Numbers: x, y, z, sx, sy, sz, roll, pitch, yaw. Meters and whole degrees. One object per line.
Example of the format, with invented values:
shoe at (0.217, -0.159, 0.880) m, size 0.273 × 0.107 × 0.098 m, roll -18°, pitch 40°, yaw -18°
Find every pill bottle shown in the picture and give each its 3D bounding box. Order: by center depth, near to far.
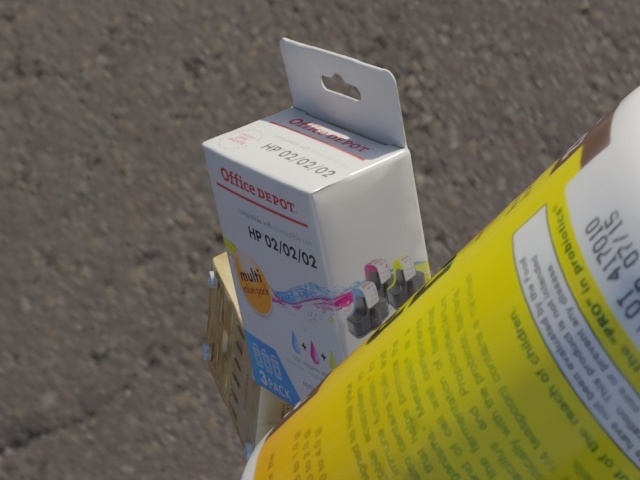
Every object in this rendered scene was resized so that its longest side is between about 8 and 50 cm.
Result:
pill bottle at (0.058, 0.063, 0.448) m, size 0.215 × 0.117 × 0.117 m, roll -45°, pitch 43°, yaw 31°

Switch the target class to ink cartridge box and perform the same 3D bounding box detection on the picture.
ink cartridge box at (0.000, 0.000, 0.844) m, size 0.062 × 0.181 × 0.104 m, roll -25°, pitch 28°, yaw -27°

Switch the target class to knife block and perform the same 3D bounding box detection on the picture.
knife block at (0.052, 0.100, 1.272) m, size 0.242 × 0.088 × 0.275 m, roll 1°, pitch 22°, yaw -16°
